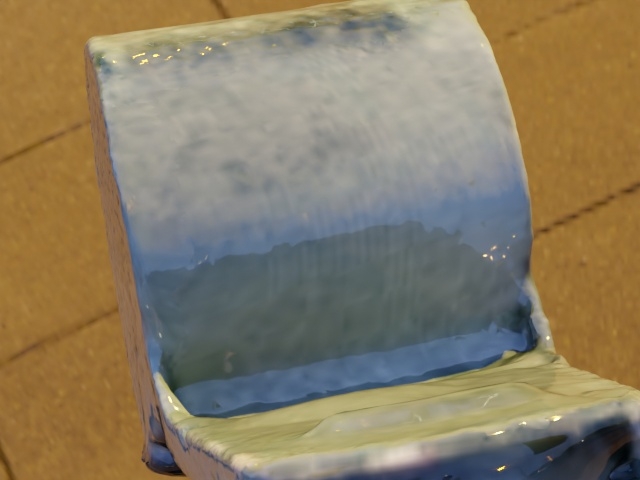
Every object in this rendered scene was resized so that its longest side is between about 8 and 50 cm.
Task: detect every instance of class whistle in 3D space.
[{"bbox_3d":[0.005,0.032,0.713,0.168,0.188,0.405,-9,35,-9],"label":"whistle"}]
